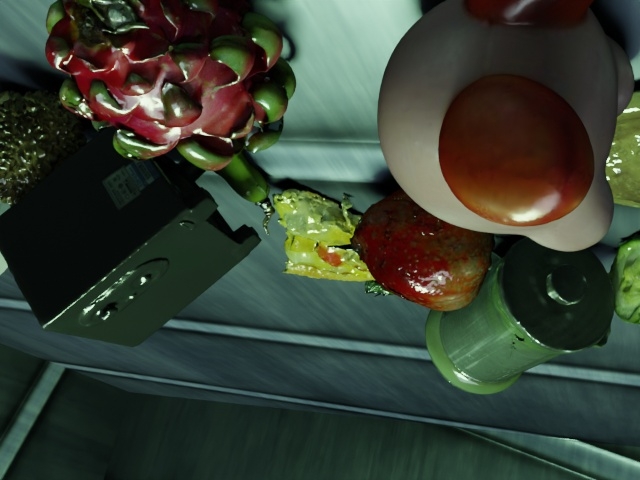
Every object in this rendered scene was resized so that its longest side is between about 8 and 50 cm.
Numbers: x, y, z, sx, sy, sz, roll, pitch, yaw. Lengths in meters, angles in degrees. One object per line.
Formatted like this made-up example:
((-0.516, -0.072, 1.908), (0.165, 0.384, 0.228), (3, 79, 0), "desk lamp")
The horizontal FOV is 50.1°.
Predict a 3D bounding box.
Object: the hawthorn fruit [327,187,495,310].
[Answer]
((0.126, 0.004, 0.960), (0.235, 0.181, 0.181), (5, 157, 5), "hawthorn fruit")

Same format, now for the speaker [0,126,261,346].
((-0.248, -0.003, 0.926), (0.184, 0.254, 0.232), (52, -179, 19), "speaker")

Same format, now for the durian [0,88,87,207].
((-0.389, -0.111, 0.940), (0.196, 0.167, 0.196), (52, 164, 22), "durian")

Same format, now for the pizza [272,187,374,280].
((0.000, 0.000, 1.144), (0.280, 0.075, 0.288), (-6, 152, 35), "pizza")

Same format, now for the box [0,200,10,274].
((-0.659, -0.035, 1.230), (0.291, 0.262, 0.206), (-11, 162, 24), "box")

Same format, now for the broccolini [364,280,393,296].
((0.157, 0.099, 1.372), (0.140, 0.030, 0.035), (8, 121, -2), "broccolini")

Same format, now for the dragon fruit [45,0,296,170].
((-0.129, -0.169, 0.679), (0.273, 0.218, 0.198), (17, -166, -24), "dragon fruit")

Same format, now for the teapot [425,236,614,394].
((0.300, 0.103, 1.125), (0.270, 0.200, 0.337), (45, 156, 8), "teapot")

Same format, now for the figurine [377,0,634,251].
((0.150, -0.122, 0.601), (0.211, 0.269, 0.261), (7, 169, 28), "figurine")

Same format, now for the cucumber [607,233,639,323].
((0.554, 0.074, 0.993), (0.244, 0.134, 0.134), (10, 157, -5), "cucumber")

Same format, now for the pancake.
((0.383, -0.093, 0.771), (0.242, 0.050, 0.242), (9, 156, 4), "pancake")

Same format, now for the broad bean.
((-0.135, -0.119, 0.953), (0.067, 0.075, 0.325), (-39, 147, 2), "broad bean")
